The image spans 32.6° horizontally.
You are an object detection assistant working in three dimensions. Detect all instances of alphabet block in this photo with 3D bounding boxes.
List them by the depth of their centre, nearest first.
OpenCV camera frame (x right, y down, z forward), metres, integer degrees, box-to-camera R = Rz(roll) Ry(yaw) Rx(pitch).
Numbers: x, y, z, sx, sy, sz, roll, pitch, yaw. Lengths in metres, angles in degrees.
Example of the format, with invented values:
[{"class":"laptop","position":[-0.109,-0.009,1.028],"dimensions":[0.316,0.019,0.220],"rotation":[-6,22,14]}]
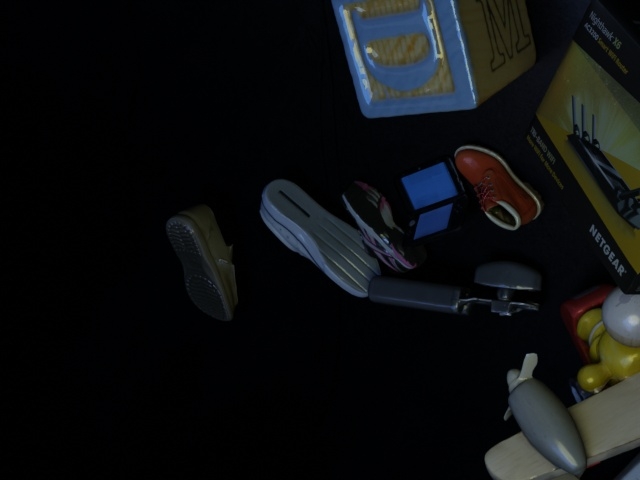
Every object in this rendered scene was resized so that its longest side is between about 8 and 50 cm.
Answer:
[{"class":"alphabet block","position":[0.158,-0.293,1.494],"dimensions":[0.192,0.197,0.193],"rotation":[1,115,37]}]

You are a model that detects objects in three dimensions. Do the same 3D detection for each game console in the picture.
[{"class":"game console","position":[0.166,-0.058,1.713],"dimensions":[0.122,0.107,0.071],"rotation":[-21,130,43]}]

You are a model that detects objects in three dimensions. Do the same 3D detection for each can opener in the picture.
[{"class":"can opener","position":[0.216,0.071,1.747],"dimensions":[0.283,0.076,0.095],"rotation":[7,86,28]}]

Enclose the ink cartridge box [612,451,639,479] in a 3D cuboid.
[{"class":"ink cartridge box","position":[0.592,0.473,1.694],"dimensions":[0.324,0.071,0.330],"rotation":[38,133,11]}]

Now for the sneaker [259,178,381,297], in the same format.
[{"class":"sneaker","position":[0.000,0.000,1.871],"dimensions":[0.258,0.094,0.091],"rotation":[46,157,7]}]

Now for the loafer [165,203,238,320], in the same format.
[{"class":"loafer","position":[-0.202,0.041,2.037],"dimensions":[0.102,0.092,0.269],"rotation":[18,140,30]}]

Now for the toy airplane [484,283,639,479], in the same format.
[{"class":"toy airplane","position":[0.439,0.182,1.426],"dimensions":[0.384,0.386,0.272],"rotation":[1,127,36]}]

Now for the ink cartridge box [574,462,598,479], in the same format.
[{"class":"ink cartridge box","position":[0.399,0.371,1.808],"dimensions":[0.063,0.029,0.115],"rotation":[50,134,2]}]

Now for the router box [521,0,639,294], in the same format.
[{"class":"router box","position":[0.394,-0.123,1.381],"dimensions":[0.309,0.081,0.243],"rotation":[-115,34,-42]}]

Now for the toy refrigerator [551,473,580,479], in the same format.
[{"class":"toy refrigerator","position":[0.334,0.475,1.840],"dimensions":[0.094,0.102,0.269],"rotation":[36,141,15]}]

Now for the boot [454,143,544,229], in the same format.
[{"class":"boot","position":[0.253,-0.079,1.624],"dimensions":[0.158,0.084,0.059],"rotation":[41,134,13]}]

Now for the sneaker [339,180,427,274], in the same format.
[{"class":"sneaker","position":[0.088,-0.011,1.798],"dimensions":[0.178,0.072,0.077],"rotation":[52,141,6]}]
